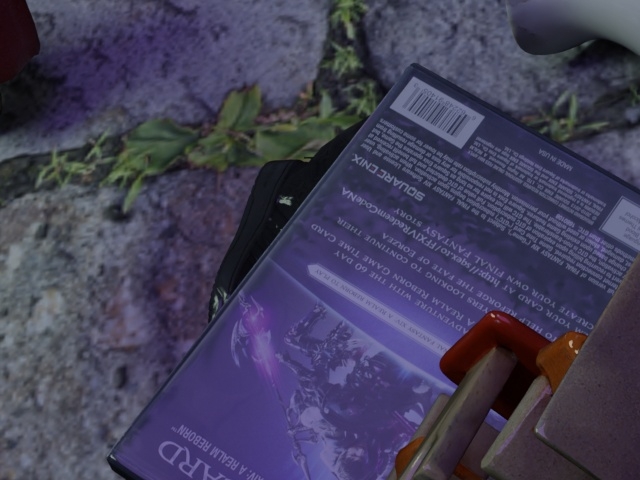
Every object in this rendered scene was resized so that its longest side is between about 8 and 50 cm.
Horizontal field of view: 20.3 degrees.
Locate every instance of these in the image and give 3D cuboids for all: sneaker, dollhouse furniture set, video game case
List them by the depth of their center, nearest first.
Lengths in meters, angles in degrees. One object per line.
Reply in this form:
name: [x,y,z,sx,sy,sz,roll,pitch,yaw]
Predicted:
dollhouse furniture set: [0.164,0.114,0.739,0.259,0.262,0.135,35,67,-1]
video game case: [0.051,0.057,0.910,0.196,0.026,0.274,32,71,17]
sneaker: [0.001,0.002,0.981,0.089,0.051,0.170,0,54,23]

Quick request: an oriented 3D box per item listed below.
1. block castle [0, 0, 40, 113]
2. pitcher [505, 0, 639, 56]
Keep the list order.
block castle: [-0.332,-0.032,0.941,0.303,0.213,0.453,-5,36,5]
pitcher: [0.231,-0.150,0.972,0.207,0.125,0.178,19,53,42]
